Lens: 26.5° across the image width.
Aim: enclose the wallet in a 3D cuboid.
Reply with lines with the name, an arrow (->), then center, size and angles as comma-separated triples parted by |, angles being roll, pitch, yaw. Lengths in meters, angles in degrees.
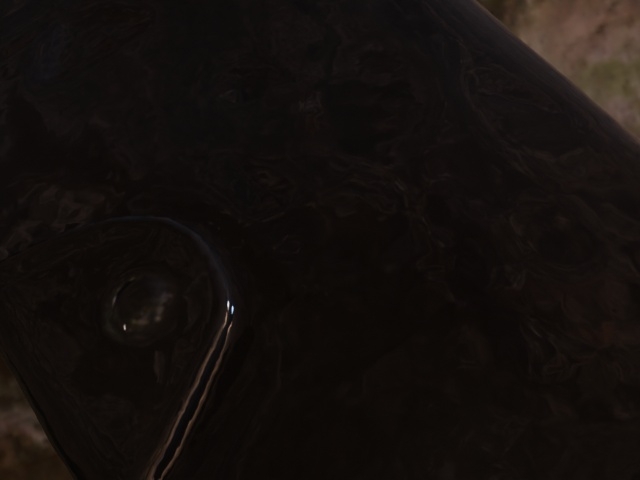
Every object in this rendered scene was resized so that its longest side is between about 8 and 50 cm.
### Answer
wallet -> 0.000, 0.000, 0.407 | 0.197, 0.051, 0.377 | -30, 52, -11
